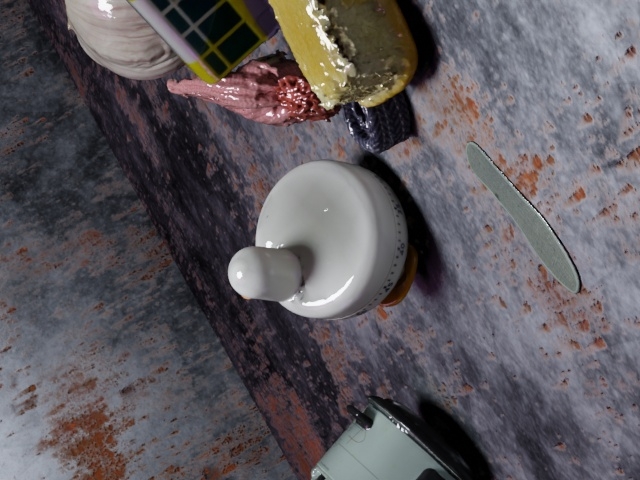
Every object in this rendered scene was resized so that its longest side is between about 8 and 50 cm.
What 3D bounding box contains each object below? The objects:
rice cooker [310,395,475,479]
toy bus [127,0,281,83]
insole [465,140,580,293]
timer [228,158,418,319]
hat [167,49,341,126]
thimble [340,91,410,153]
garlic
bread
[{"bbox_3d":[0.127,0.381,2.350,0.280,0.227,0.241,44,174,-18],"label":"rice cooker"},{"bbox_3d":[-0.204,-0.410,1.815,0.209,0.249,0.440,51,-177,32],"label":"toy bus"},{"bbox_3d":[0.238,-0.031,1.714,0.232,0.003,0.080,54,163,24],"label":"insole"},{"bbox_3d":[0.000,0.000,2.061,0.240,0.233,0.233,8,-142,-52],"label":"timer"},{"bbox_3d":[-0.061,-0.213,2.019,0.286,0.236,0.107,16,107,61],"label":"hat"},{"bbox_3d":[0.070,-0.172,1.893,0.095,0.066,0.104,23,136,64],"label":"thimble"},{"bbox_3d":[-0.276,-0.405,2.265,0.317,0.259,0.318,-2,-90,-80],"label":"garlic"},{"bbox_3d":[0.020,-0.277,1.761,0.246,0.121,0.174,62,162,3],"label":"bread"}]
